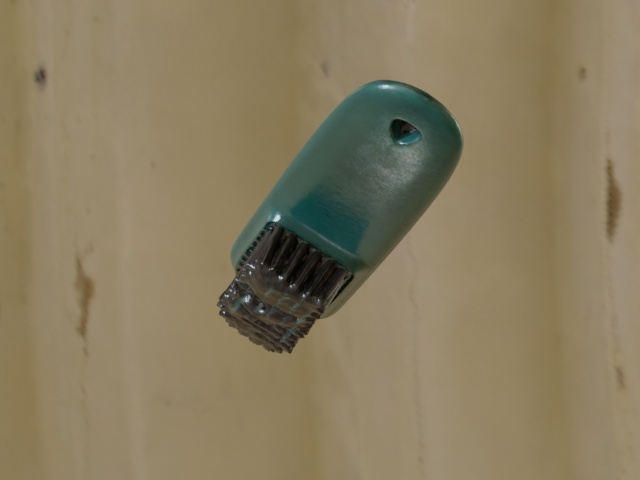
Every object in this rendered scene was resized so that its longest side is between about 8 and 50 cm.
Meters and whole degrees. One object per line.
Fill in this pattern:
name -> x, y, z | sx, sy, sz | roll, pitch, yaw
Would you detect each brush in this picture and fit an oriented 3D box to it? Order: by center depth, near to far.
brush -> 0.000, 0.000, 0.535 | 0.043, 0.193, 0.032 | 33, -111, -3
